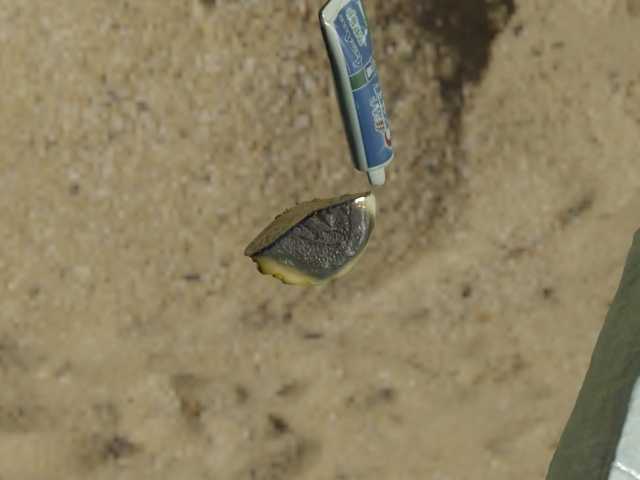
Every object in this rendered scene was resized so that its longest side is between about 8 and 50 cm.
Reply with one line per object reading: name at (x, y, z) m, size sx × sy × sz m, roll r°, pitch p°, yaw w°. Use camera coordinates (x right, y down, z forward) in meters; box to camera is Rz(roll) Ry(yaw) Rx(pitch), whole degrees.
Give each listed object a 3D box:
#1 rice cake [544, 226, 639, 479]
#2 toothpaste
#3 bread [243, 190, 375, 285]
rice cake at (0.114, 0.095, 0.698) m, size 0.045 × 0.245 × 0.042 m, roll 37°, pitch 156°, yaw -32°
toothpaste at (0.030, -0.119, 1.419) m, size 0.034 × 0.057 × 0.197 m, roll 16°, pitch 140°, yaw 29°
bread at (0.000, 0.000, 1.981) m, size 0.157 × 0.094 × 0.083 m, roll -41°, pitch -167°, yaw -13°
